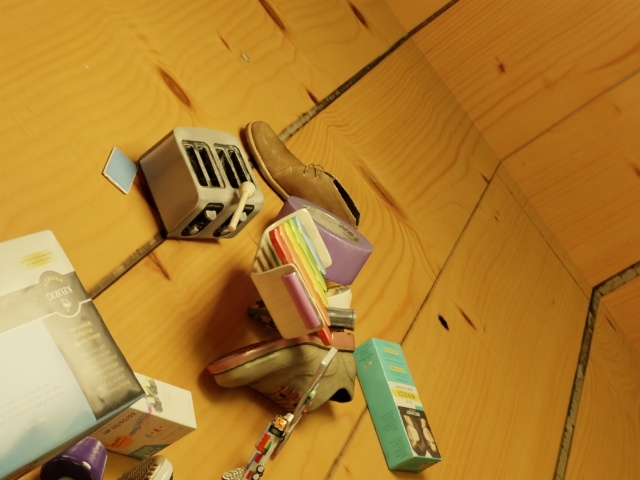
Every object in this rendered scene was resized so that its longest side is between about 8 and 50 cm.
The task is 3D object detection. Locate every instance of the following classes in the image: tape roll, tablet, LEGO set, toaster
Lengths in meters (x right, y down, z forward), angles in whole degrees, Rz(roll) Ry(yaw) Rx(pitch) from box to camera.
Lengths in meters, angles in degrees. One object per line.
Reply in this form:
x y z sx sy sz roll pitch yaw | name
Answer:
0.000 0.000 2.135 0.189 0.080 0.189 30 13 -7 | tape roll
-0.328 -0.115 1.878 0.054 0.006 0.083 44 28 -23 | tablet
-0.059 0.265 1.717 0.060 0.182 0.244 29 19 6 | LEGO set
-0.204 -0.100 1.938 0.168 0.110 0.185 3 57 -52 | toaster

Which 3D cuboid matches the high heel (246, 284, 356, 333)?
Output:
-0.038 0.119 2.051 0.261 0.186 0.093 -156 -108 -87 | high heel

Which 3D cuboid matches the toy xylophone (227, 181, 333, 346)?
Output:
-0.057 0.028 1.834 0.322 0.081 0.236 -92 156 -65 | toy xylophone

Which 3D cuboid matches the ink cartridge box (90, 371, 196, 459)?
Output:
-0.264 0.222 1.490 0.181 0.104 0.061 28 37 -43 | ink cartridge box

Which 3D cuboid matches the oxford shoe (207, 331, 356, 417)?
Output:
-0.043 0.223 1.856 0.348 0.123 0.130 1 74 -52 | oxford shoe

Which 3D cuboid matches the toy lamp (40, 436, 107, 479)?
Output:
-0.320 0.323 1.314 0.080 0.080 0.274 50 27 -12 | toy lamp

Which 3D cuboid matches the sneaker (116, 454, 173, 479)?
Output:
-0.218 0.398 1.326 0.153 0.099 0.282 45 49 -19 | sneaker

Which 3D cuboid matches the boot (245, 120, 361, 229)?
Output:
-0.032 -0.127 2.276 0.305 0.115 0.112 54 29 -1 | boot

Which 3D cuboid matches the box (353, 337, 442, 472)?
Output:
0.139 0.306 2.130 0.100 0.060 0.244 20 44 -50 | box

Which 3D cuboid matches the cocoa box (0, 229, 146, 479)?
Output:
-0.398 0.165 1.183 0.228 0.231 0.347 58 26 3 | cocoa box
